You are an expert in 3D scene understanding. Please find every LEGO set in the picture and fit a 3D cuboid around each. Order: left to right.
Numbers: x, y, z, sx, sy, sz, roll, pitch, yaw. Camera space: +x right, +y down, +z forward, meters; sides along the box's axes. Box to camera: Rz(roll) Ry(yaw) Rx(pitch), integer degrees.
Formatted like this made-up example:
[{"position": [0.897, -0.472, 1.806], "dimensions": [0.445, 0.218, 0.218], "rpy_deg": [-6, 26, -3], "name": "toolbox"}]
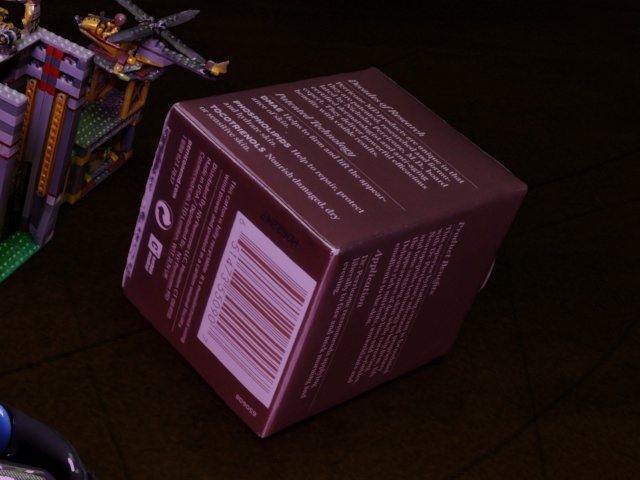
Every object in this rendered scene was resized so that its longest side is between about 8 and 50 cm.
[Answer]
[{"position": [-0.247, -0.129, 0.902], "dimensions": [0.255, 0.192, 0.331], "rpy_deg": [31, 35, 15], "name": "LEGO set"}]

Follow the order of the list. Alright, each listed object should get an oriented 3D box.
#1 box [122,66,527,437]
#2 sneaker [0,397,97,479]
[{"position": [0.000, 0.000, 0.879], "dimensions": [0.203, 0.168, 0.167], "rpy_deg": [-18, 49, -44], "name": "box"}, {"position": [-0.194, 0.124, 0.587], "dimensions": [0.216, 0.121, 0.079], "rpy_deg": [3, 17, 16], "name": "sneaker"}]
